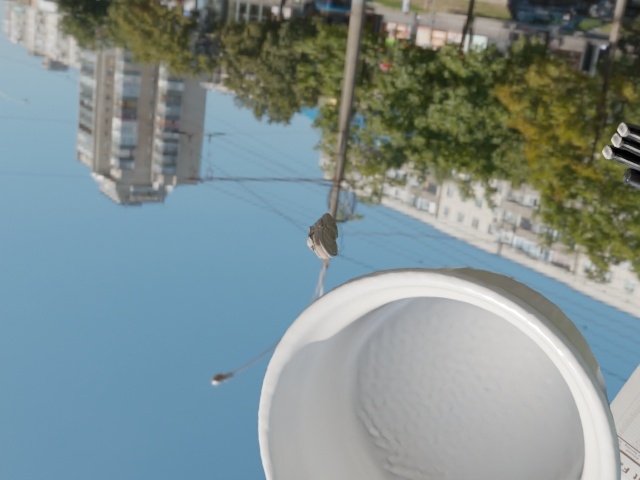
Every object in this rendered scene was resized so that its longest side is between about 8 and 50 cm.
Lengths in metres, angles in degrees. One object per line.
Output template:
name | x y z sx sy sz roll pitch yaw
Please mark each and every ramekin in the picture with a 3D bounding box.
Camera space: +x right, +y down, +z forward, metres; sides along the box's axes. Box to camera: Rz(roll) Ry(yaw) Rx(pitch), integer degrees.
ramekin | 0.101 0.151 0.647 0.277 0.277 0.135 14 -169 23

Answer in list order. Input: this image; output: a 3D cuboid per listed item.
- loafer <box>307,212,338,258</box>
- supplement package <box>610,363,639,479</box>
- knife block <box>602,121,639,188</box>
loafer | 0.000 0.000 1.102 0.039 0.045 0.125 -28 -164 14
supplement package | 0.372 0.131 0.727 0.139 0.244 0.133 39 -160 27
knife block | 0.485 -0.064 0.954 0.242 0.276 0.088 -16 -144 22
